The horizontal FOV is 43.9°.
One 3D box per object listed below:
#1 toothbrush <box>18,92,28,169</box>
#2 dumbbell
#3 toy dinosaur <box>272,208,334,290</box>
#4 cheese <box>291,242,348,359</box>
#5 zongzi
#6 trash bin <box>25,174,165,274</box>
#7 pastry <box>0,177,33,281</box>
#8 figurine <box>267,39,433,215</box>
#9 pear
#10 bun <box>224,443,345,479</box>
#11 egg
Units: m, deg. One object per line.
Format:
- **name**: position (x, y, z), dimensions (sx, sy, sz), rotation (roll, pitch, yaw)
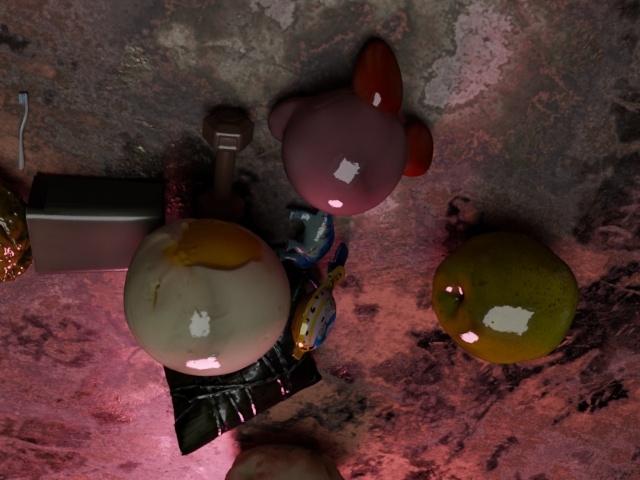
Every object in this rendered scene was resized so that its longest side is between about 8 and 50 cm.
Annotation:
- **toothbrush**: position (-0.531, -0.193, 1.419), dimensions (0.017, 0.014, 0.162), rotation (-2, 131, -22)
- **dumbbell**: position (-0.177, -0.131, 1.459), dimensions (0.092, 0.082, 0.231), rotation (4, 129, -10)
- **toy dinosaur**: position (-0.031, 0.007, 1.593), dimensions (0.144, 0.076, 0.329), rotation (1, 133, -17)
- **cheese**: position (0.003, 0.122, 1.599), dimensions (0.064, 0.250, 0.156), rotation (18, 165, 18)
- **zongzi**: position (-0.150, 0.219, 1.669), dimensions (0.383, 0.319, 0.362), rotation (-11, 131, -22)
- **trash bin**: position (-0.416, -0.025, 1.503), dimensions (0.240, 0.122, 0.164), rotation (1, 130, -9)
- **pastry**: position (-0.647, -0.025, 1.475), dimensions (0.240, 0.132, 0.235), rotation (-20, 137, 28)
- **figurine**: position (0.056, -0.158, 1.374), dimensions (0.261, 0.211, 0.270), rotation (-21, 128, 12)
- **pear**: position (0.374, 0.115, 1.600), dimensions (0.294, 0.294, 0.294), rotation (-3, 130, -3)
- **bun**: position (-0.092, 0.641, 2.030), dimensions (0.359, 0.211, 0.360), rotation (-6, 141, -5)
- **egg**: position (-0.193, 0.105, 1.442), dimensions (0.283, 0.283, 0.345), rotation (-33, 157, 20)
